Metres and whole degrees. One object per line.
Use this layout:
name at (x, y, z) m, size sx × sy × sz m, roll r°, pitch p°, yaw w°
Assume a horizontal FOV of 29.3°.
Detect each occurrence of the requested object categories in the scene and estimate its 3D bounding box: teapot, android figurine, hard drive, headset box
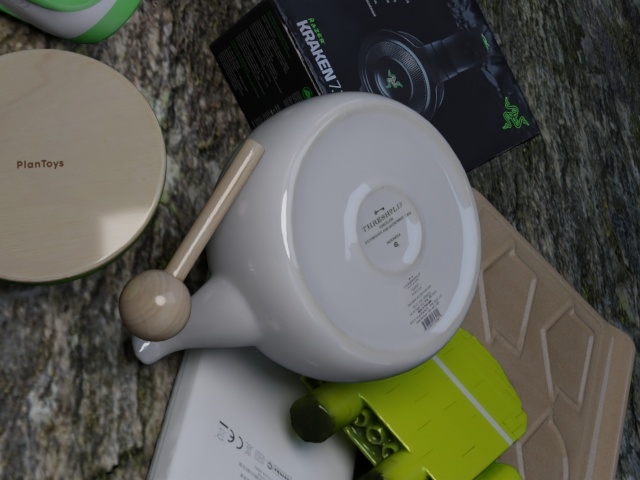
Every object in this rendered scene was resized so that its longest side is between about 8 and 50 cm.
teapot at (0.000, 0.000, 1.028) m, size 0.256 × 0.187 × 0.252 m, roll 18°, pitch 72°, yaw -35°
android figurine at (0.088, 0.150, 1.116) m, size 0.248 × 0.056 × 0.273 m, roll 47°, pitch 33°, yaw 12°
hard drive at (-0.044, 0.156, 1.077) m, size 0.203 × 0.040 × 0.307 m, roll 44°, pitch 36°, yaw -28°
headset box at (0.070, -0.163, 1.304) m, size 0.283 × 0.131 × 0.246 m, roll -27°, pitch 91°, yaw -38°

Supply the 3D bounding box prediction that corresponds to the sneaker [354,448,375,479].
sneaker at (0.067, 0.239, 1.092) m, size 0.118 × 0.083 × 0.222 m, roll 62°, pitch 23°, yaw -60°

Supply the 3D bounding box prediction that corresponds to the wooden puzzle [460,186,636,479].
wooden puzzle at (0.201, 0.156, 1.358) m, size 0.348 × 0.080 × 0.322 m, roll 38°, pitch 53°, yaw -28°

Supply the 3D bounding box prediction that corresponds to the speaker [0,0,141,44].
speaker at (-0.276, -0.273, 0.969) m, size 0.296 × 0.131 × 0.131 m, roll 31°, pitch 45°, yaw -42°

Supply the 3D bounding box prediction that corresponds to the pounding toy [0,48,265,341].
pounding toy at (-0.183, -0.031, 0.933) m, size 0.237 × 0.110 × 0.183 m, roll 24°, pitch 72°, yaw 3°
